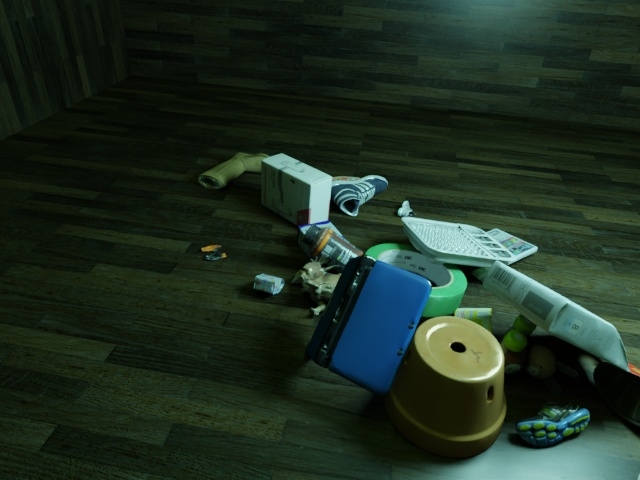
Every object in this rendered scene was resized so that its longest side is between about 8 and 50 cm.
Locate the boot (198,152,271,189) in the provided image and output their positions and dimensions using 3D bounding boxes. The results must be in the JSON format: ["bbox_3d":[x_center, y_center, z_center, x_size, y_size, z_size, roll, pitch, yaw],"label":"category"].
[{"bbox_3d":[-0.365,-0.300,2.052,0.236,0.089,0.269,9,33,26],"label":"boot"}]

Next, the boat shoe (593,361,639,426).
[{"bbox_3d":[0.810,0.409,1.107,0.104,0.111,0.307,15,19,-33],"label":"boat shoe"}]

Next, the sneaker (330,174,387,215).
[{"bbox_3d":[0.174,-0.184,1.910,0.282,0.099,0.153,-8,43,-21],"label":"sneaker"}]

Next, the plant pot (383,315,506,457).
[{"bbox_3d":[0.303,0.317,1.092,0.290,0.204,0.291,2,33,-1],"label":"plant pot"}]

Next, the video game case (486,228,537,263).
[{"bbox_3d":[0.655,0.024,1.701,0.201,0.023,0.183,-18,33,-29],"label":"video game case"}]

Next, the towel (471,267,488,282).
[{"bbox_3d":[0.597,0.135,1.552,0.113,0.023,0.152,-14,35,-27],"label":"towel"}]

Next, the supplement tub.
[{"bbox_3d":[0.037,0.027,1.516,0.198,0.106,0.106,36,37,-5],"label":"supplement tub"}]

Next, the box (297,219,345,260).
[{"bbox_3d":[0.000,0.000,1.647,0.126,0.072,0.137,-12,37,-23],"label":"box"}]

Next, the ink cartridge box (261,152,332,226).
[{"bbox_3d":[-0.100,-0.188,1.796,0.283,0.207,0.117,30,40,34],"label":"ink cartridge box"}]

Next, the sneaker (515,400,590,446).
[{"bbox_3d":[0.537,0.425,1.091,0.188,0.067,0.078,-10,15,-16],"label":"sneaker"}]

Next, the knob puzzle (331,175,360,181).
[{"bbox_3d":[0.114,-0.253,2.068,0.213,0.030,0.213,2,34,-2],"label":"knob puzzle"}]

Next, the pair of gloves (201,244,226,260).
[{"bbox_3d":[-0.369,0.043,1.606,0.074,0.010,0.083,-12,40,-23],"label":"pair of gloves"}]

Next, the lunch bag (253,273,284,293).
[{"bbox_3d":[-0.159,0.135,1.450,0.071,0.053,0.083,13,10,15],"label":"lunch bag"}]

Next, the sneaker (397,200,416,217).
[{"bbox_3d":[0.361,-0.122,1.895,0.069,0.038,0.098,20,47,20],"label":"sneaker"}]

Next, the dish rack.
[{"bbox_3d":[0.448,0.016,1.559,0.332,0.072,0.285,8,24,-16],"label":"dish rack"}]

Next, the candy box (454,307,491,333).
[{"bbox_3d":[0.427,0.245,1.304,0.105,0.027,0.206,-5,17,22],"label":"candy box"}]

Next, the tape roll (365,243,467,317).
[{"bbox_3d":[0.286,0.115,1.448,0.321,0.077,0.321,9,25,-4],"label":"tape roll"}]

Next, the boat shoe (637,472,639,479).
[{"bbox_3d":[0.696,0.549,0.932,0.065,0.075,0.206,52,34,-6],"label":"boat shoe"}]

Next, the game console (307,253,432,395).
[{"bbox_3d":[0.112,0.201,1.170,0.173,0.293,0.250,27,-9,-6],"label":"game console"}]

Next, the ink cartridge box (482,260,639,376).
[{"bbox_3d":[0.649,0.204,1.179,0.385,0.091,0.308,24,9,-14],"label":"ink cartridge box"}]

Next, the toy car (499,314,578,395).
[{"bbox_3d":[0.540,0.314,1.181,0.188,0.155,0.149,36,44,20],"label":"toy car"}]

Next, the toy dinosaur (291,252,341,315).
[{"bbox_3d":[0.041,0.138,1.412,0.295,0.127,0.200,18,29,11],"label":"toy dinosaur"}]
